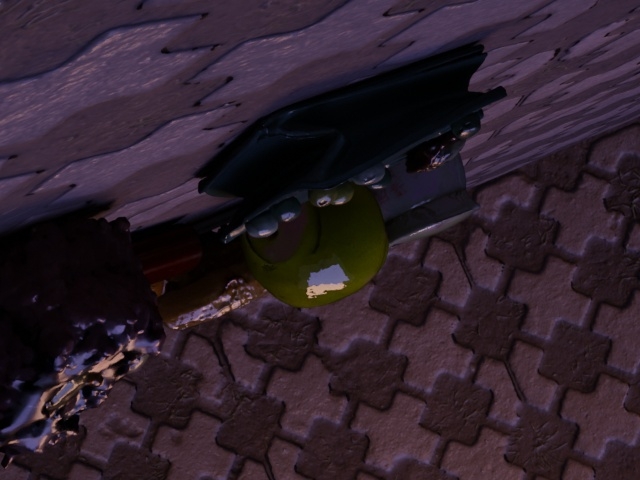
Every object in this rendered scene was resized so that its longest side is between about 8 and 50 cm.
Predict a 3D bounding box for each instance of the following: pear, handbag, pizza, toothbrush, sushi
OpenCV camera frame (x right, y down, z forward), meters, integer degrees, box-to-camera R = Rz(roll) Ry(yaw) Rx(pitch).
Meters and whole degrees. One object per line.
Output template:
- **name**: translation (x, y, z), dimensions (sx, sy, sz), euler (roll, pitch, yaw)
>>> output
- **pear**: translation (0.000, 0.000, 1.773), dimensions (0.187, 0.187, 0.220), euler (-24, 158, 19)
- **handbag**: translation (0.031, -0.088, 1.445), dimensions (0.274, 0.100, 0.269), euler (-20, 174, -28)
- **pizza**: translation (-0.124, 0.018, 1.922), dimensions (0.226, 0.086, 0.335), euler (11, -143, 46)
- **toothbrush**: translation (-0.227, 0.022, 1.865), dimensions (0.418, 0.040, 0.042), euler (-23, -175, -8)
- **sushi**: translation (-0.275, 0.101, 1.430), dimensions (0.236, 0.171, 0.270), euler (-9, 151, -50)

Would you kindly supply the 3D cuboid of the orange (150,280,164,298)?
- **orange**: translation (-0.253, 0.054, 1.923), dimensions (0.085, 0.085, 0.085), euler (-23, 176, -2)

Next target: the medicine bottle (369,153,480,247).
- **medicine bottle**: translation (0.128, -0.074, 1.874), dimensions (0.147, 0.143, 0.147), euler (-22, 176, -2)

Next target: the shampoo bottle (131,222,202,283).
- **shampoo bottle**: translation (-0.274, 0.042, 1.713), dimensions (0.260, 0.064, 0.102), euler (-19, 175, -41)
